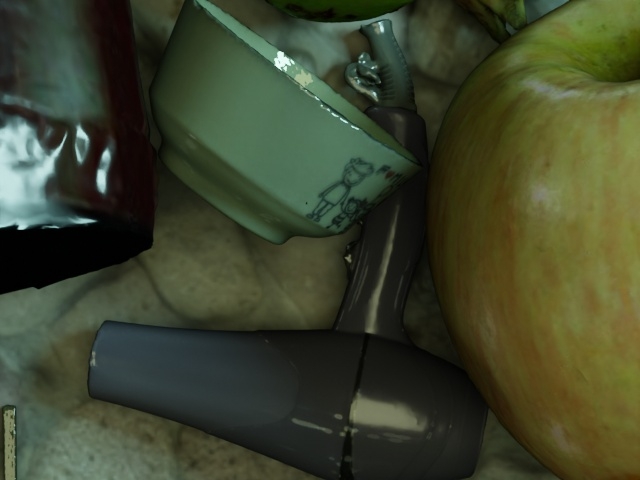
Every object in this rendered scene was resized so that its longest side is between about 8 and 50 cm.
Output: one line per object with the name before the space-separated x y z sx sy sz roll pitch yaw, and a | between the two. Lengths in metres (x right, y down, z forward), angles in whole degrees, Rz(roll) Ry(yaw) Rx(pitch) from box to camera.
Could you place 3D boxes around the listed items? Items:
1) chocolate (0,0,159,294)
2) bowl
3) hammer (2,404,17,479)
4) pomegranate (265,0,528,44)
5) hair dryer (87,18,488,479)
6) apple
chocolate | -0.305 -0.128 1.355 0.383 0.383 0.331 -10 85 -4
bowl | -0.039 -0.072 1.404 0.211 0.211 0.112 35 96 -4
hammer | -0.237 0.273 1.517 0.029 0.058 0.292 -1 85 -6
pomegranate | 0.044 -0.241 1.450 0.231 0.231 0.286 -35 104 -3
hair dryer | 0.000 0.000 1.516 0.301 0.121 0.361 11 81 4
apple | 0.265 -0.001 1.386 0.391 0.391 0.346 -25 111 -4
